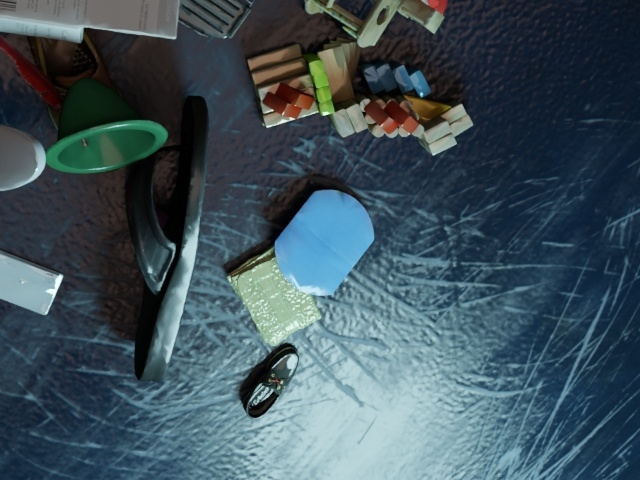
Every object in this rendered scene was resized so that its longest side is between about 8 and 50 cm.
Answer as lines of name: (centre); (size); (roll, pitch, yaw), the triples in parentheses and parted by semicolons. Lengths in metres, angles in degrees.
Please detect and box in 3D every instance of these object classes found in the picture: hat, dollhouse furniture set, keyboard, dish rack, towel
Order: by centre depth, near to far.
hat: (-0.325, -0.211, 1.738); (0.173, 0.208, 0.183); (-20, 77, 13)
dollhouse furniture set: (0.055, -0.338, 1.772); (0.182, 0.161, 0.101); (36, 99, 22)
dish rack: (-0.140, -0.434, 1.793); (0.208, 0.074, 0.271); (33, 98, -17)
keyboard: (-0.524, 0.038, 1.893); (0.256, 0.014, 0.072); (23, 106, -16)
towel: (-0.071, 0.086, 1.985); (0.110, 0.027, 0.148); (-30, 108, -2)

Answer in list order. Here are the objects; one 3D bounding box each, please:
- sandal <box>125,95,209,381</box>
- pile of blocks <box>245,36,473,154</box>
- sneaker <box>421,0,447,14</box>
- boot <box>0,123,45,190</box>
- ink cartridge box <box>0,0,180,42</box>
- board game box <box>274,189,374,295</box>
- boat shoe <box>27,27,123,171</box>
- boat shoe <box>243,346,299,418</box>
sandal: (-0.244, 0.002, 1.851); (0.107, 0.167, 0.445); (8, 105, -17)
pile of blocks: (0.069, -0.219, 1.876); (0.362, 0.112, 0.149); (7, 105, -13)
sneaker: (0.124, -0.448, 1.815); (0.107, 0.118, 0.279); (-19, 109, -4)
boot: (-0.465, -0.118, 1.748); (0.258, 0.123, 0.095); (0, 100, 26)
ink cartridge box: (-0.315, -0.417, 1.699); (0.261, 0.066, 0.296); (7, 78, -10)
board game box: (0.000, 0.000, 1.968); (0.133, 0.033, 0.168); (40, 83, -23)
boat shoe: (-0.356, -0.229, 1.794); (0.111, 0.104, 0.307); (-25, 110, -4)
boat shoe: (-0.076, 0.233, 2.020); (0.049, 0.042, 0.133); (36, 95, -16)
